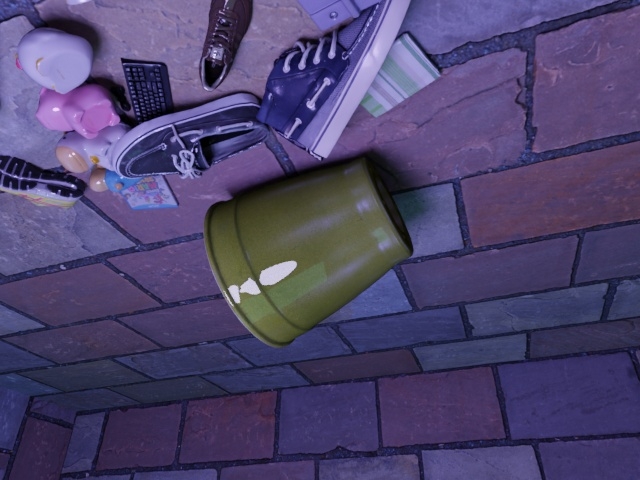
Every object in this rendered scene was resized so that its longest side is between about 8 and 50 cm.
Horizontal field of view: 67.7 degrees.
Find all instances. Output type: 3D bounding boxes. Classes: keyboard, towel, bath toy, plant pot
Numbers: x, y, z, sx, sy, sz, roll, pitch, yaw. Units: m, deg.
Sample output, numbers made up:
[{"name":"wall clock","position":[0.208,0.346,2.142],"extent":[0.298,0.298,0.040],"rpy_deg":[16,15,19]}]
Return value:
[{"name":"keyboard","position":[-0.340,-0.264,0.913],"extent":[0.108,0.023,0.180],"rpy_deg":[4,145,-6]},{"name":"towel","position":[0.126,-0.298,0.872],"extent":[0.152,0.023,0.113],"rpy_deg":[-26,136,36]},{"name":"bath toy","position":[-0.442,-0.233,0.873],"extent":[0.151,0.129,0.348],"rpy_deg":[-32,153,-19]},{"name":"plant pot","position":[0.000,0.000,1.056],"extent":[0.353,0.366,0.366],"rpy_deg":[-26,140,16]}]

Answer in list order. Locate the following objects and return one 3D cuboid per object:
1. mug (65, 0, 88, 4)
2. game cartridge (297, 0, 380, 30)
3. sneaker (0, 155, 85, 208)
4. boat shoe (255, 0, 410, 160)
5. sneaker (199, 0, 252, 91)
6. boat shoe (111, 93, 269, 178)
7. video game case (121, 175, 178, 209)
[{"name":"mug","position":[-0.366,-0.388,0.697],"extent":[0.078,0.062,0.064],"rpy_deg":[-11,137,4]},{"name":"game cartridge","position":[0.090,-0.406,0.558],"extent":[0.355,0.068,0.230],"rpy_deg":[-14,157,30]},{"name":"sneaker","position":[-0.653,-0.116,1.076],"extent":[0.209,0.081,0.094],"rpy_deg":[19,144,-27]},{"name":"boat shoe","position":[0.008,-0.295,0.791],"extent":[0.158,0.127,0.340],"rpy_deg":[26,130,-8]},{"name":"sneaker","position":[-0.156,-0.325,0.779],"extent":[0.066,0.071,0.188],"rpy_deg":[11,145,-16]},{"name":"boat shoe","position":[-0.243,-0.171,0.902],"extent":[0.307,0.104,0.113],"rpy_deg":[-19,151,-4]},{"name":"video game case","position":[-0.417,-0.130,1.116],"extent":[0.119,0.015,0.166],"rpy_deg":[-3,146,4]}]
